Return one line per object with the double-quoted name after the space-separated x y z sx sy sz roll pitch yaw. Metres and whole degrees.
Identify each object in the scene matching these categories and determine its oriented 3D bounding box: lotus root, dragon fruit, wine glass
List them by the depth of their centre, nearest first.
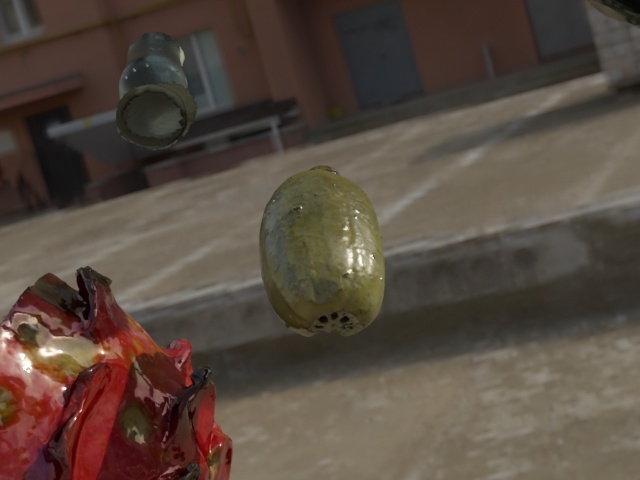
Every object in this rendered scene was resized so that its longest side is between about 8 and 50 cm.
-0.084 -0.081 0.752 0.042 0.039 0.083 -46 21 19 "wine glass"
0.000 -0.001 1.068 0.090 0.077 0.183 1 37 -4 "lotus root"
-0.206 0.227 1.136 0.249 0.371 0.386 23 45 -1 "dragon fruit"

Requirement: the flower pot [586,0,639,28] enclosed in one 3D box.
0.184 -0.219 0.753 0.189 0.243 0.157 -8 52 24 "flower pot"
